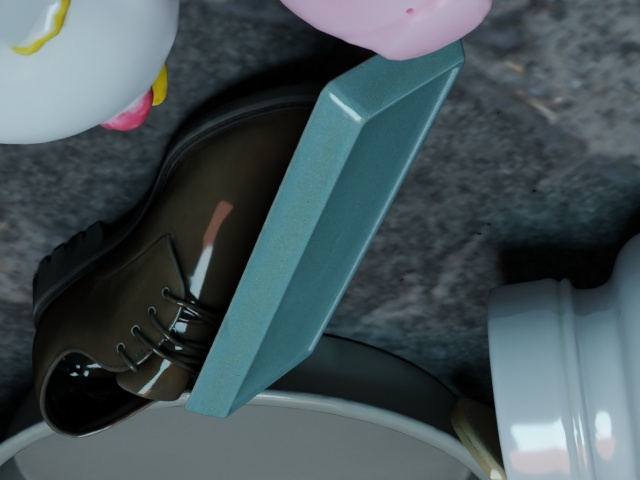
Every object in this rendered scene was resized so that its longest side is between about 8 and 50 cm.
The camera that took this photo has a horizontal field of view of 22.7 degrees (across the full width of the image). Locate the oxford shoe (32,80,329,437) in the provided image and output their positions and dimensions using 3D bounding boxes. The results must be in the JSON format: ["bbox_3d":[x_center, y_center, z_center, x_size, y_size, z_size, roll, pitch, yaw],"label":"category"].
[{"bbox_3d":[-0.045,0.019,0.659,0.083,0.096,0.227,24,136,-26],"label":"oxford shoe"}]

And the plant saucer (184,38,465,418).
[{"bbox_3d":[0.000,0.000,0.577,0.018,0.067,0.192,43,140,16],"label":"plant saucer"}]

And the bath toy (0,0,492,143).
[{"bbox_3d":[0.021,-0.122,0.451,0.348,0.129,0.151,-23,94,26],"label":"bath toy"}]

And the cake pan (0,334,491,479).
[{"bbox_3d":[-0.042,0.135,0.853,0.293,0.054,0.293,0,144,0],"label":"cake pan"}]

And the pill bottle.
[{"bbox_3d":[0.199,0.055,0.673,0.246,0.136,0.136,-7,143,10],"label":"pill bottle"}]

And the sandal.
[{"bbox_3d":[0.152,0.112,0.823,0.079,0.088,0.240,-41,140,9],"label":"sandal"}]
